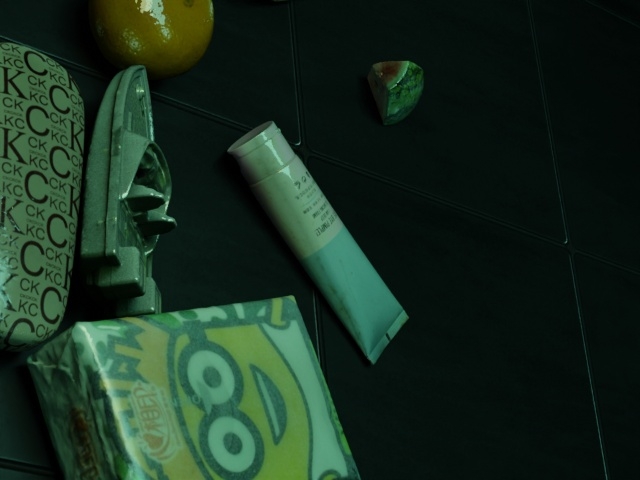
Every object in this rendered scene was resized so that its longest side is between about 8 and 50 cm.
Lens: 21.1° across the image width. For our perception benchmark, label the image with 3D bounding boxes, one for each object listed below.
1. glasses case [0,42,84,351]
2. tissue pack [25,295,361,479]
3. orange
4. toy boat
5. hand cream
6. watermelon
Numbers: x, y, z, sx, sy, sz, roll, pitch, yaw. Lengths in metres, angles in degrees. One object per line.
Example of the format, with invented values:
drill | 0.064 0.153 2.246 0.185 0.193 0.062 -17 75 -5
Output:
glasses case | -0.318 -0.050 1.775 0.137 0.085 0.354 25 50 -34
tissue pack | -0.128 0.192 1.779 0.311 0.128 0.228 -4 68 -46
orange | -0.199 -0.262 1.997 0.156 0.124 0.156 16 69 -48
toy boat | -0.206 -0.064 1.863 0.141 0.092 0.319 71 15 -56
hand cream | 0.000 0.000 2.092 0.312 0.070 0.111 58 38 -12
watermelon | 0.099 -0.199 2.313 0.084 0.072 0.092 28 87 -45
